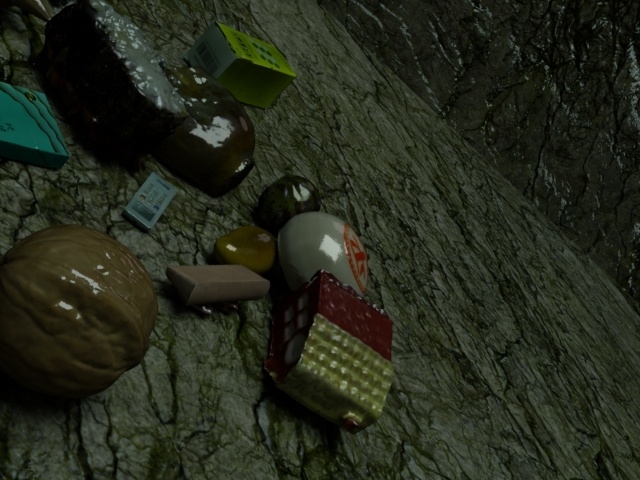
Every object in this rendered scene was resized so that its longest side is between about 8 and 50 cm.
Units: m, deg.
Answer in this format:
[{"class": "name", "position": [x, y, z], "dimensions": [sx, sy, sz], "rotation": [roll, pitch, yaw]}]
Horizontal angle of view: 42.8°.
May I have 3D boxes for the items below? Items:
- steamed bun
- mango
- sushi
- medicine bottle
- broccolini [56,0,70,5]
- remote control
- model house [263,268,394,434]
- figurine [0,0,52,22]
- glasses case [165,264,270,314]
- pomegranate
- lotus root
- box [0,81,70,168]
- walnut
[{"class": "steamed bun", "position": [0.020, 0.046, 1.628], "dimensions": [0.231, 0.145, 0.231], "rotation": [60, 15, -28]}, {"class": "mango", "position": [-0.145, 0.021, 1.567], "dimensions": [0.161, 0.076, 0.103], "rotation": [-5, 61, -56]}, {"class": "sushi", "position": [-0.388, -0.295, 1.553], "dimensions": [0.343, 0.182, 0.196], "rotation": [59, 24, 17]}, {"class": "medicine bottle", "position": [-0.205, -0.449, 2.110], "dimensions": [0.250, 0.141, 0.137], "rotation": [5, 50, -54]}, {"class": "broccolini", "position": [-0.649, -0.608, 1.775], "dimensions": [0.254, 0.057, 0.071], "rotation": [40, -17, -18]}, {"class": "remote control", "position": [-0.314, -0.073, 1.505], "dimensions": [0.061, 0.029, 0.162], "rotation": [38, 31, -11]}, {"class": "model house", "position": [0.016, 0.207, 1.435], "dimensions": [0.196, 0.160, 0.254], "rotation": [35, 28, -22]}, {"class": "figurine", "position": [-0.643, -0.565, 1.579], "dimensions": [0.387, 0.166, 0.207], "rotation": [46, 0, 6]}, {"class": "glasses case", "position": [-0.193, 0.083, 1.429], "dimensions": [0.103, 0.070, 0.194], "rotation": [28, 15, 34]}, {"class": "pomegranate", "position": [-0.060, -0.064, 1.763], "dimensions": [0.138, 0.125, 0.163], "rotation": [-17, 70, -27]}, {"class": "lotus root", "position": [-0.243, -0.231, 1.719], "dimensions": [0.260, 0.149, 0.267], "rotation": [50, 29, 12]}, {"class": "box", "position": [-0.540, -0.205, 1.344], "dimensions": [0.226, 0.042, 0.160], "rotation": [11, 43, -49]}, {"class": "walnut", "position": [-0.318, 0.092, 1.051], "dimensions": [0.228, 0.228, 0.228], "rotation": [35, 27, -21]}]
